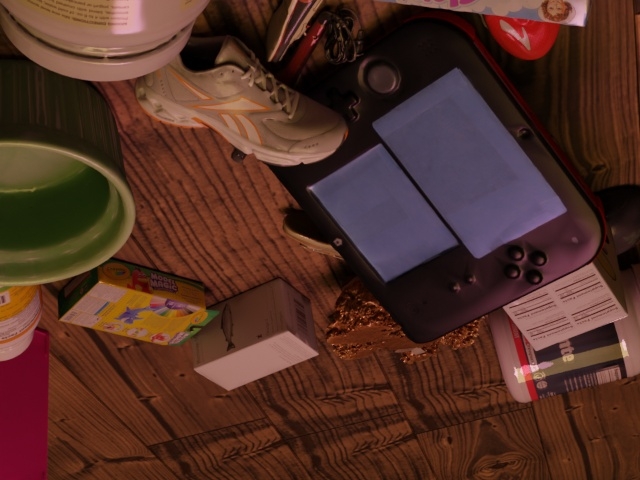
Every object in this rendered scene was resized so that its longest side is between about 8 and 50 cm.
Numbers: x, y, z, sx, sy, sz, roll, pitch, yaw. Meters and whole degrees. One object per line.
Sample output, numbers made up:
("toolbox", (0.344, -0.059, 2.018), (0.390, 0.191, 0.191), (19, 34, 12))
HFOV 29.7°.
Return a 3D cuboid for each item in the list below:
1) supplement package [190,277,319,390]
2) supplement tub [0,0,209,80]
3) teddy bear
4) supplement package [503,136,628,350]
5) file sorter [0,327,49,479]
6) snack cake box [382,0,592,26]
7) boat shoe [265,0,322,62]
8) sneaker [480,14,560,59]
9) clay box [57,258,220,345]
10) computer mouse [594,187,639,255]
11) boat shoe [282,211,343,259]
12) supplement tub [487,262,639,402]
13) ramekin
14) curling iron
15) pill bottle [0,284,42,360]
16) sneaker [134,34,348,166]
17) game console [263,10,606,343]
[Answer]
("supplement package", (-0.109, 0.154, 1.956), (0.179, 0.105, 0.105), (-24, 145, 20))
("supplement tub", (-0.194, -0.325, 1.091), (0.235, 0.236, 0.325), (0, 146, -14))
("teddy bear", (0.134, 0.123, 1.992), (0.337, 0.113, 0.245), (8, 151, -37))
("supplement package", (0.318, 0.006, 1.714), (0.149, 0.194, 0.203), (-24, 127, 23))
("file sorter", (-0.557, 0.272, 1.857), (0.182, 0.291, 0.202), (-27, 143, 30))
("snack cake box", (0.149, -0.315, 1.213), (0.264, 0.089, 0.152), (10, 135, 15))
("boat shoe", (-0.030, -0.259, 1.408), (0.043, 0.049, 0.137), (4, 140, -23))
("sneaker", (0.232, -0.289, 1.359), (0.107, 0.118, 0.279), (-10, 146, 3))
("clay box", (-0.280, 0.099, 1.877), (0.222, 0.053, 0.127), (17, 138, -37))
("computer mouse", (0.397, 0.002, 1.885), (0.272, 0.072, 0.188), (-20, 145, 16))
("boat shoe", (0.000, -0.001, 1.796), (0.153, 0.056, 0.048), (12, 137, -41))
("supplement tub", (0.428, 0.151, 2.008), (0.272, 0.191, 0.191), (-16, 146, 9))
("ramekin", (-0.384, -0.084, 1.487), (0.303, 0.148, 0.303), (-7, 147, -4))
("curling iron", (-0.038, -0.184, 1.497), (0.068, 0.035, 0.274), (46, 126, 1))
("pill bottle", (-0.467, 0.070, 1.709), (0.136, 0.136, 0.246), (-3, 147, -10))
("sneaker", (-0.088, -0.177, 1.426), (0.262, 0.099, 0.121), (16, 134, -4))
("game console", (0.139, -0.070, 1.542), (0.342, 0.060, 0.387), (-32, 105, 29))
